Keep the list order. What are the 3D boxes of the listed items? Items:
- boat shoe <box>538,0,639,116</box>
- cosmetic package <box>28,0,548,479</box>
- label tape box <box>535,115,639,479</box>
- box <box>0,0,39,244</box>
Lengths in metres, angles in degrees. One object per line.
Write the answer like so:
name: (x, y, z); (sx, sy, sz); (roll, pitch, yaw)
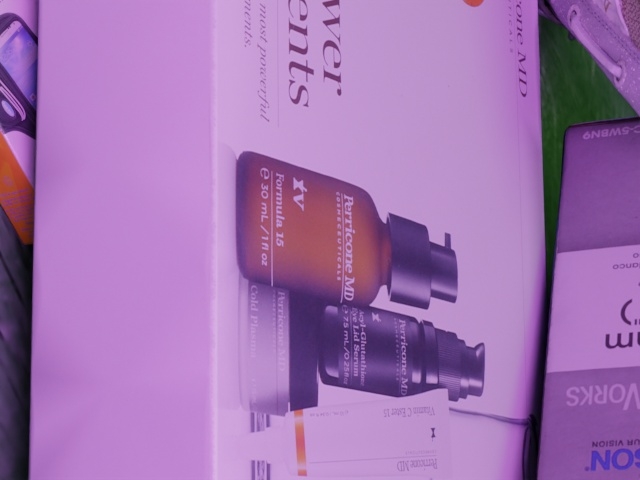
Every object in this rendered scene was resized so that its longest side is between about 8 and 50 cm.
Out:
boat shoe: (0.159, -0.125, 0.973); (0.118, 0.320, 0.103); (15, 102, -14)
cosmetic package: (0.000, 0.000, 0.832); (0.284, 0.097, 0.377); (17, 69, -58)
label tape box: (0.180, 0.138, 0.934); (0.240, 0.106, 0.334); (64, 28, -47)
box: (-0.123, -0.076, 0.783); (0.081, 0.028, 0.136); (-46, 114, -44)
